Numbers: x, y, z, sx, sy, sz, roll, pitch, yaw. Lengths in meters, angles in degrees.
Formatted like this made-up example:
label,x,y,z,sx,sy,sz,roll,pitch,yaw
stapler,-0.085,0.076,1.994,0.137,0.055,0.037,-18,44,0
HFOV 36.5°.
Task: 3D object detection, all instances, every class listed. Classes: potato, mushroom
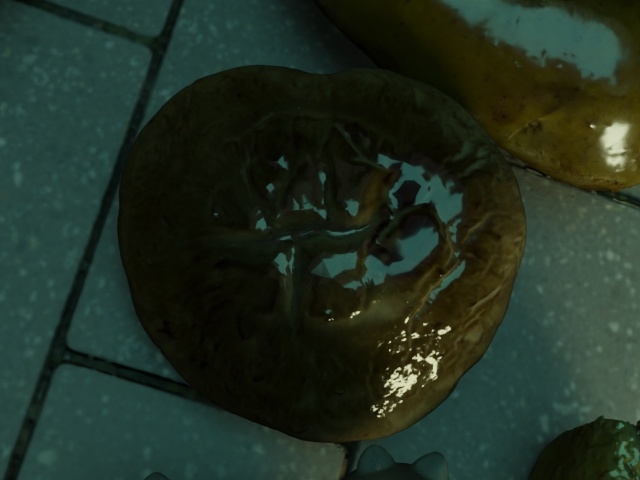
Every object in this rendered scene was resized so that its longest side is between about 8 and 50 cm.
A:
label,x,y,z,sx,sy,sz,roll,pitch,yaw
potato,0.132,-0.178,0.721,0.369,0.176,0.195,30,94,-4
mushroom,0.000,0.000,0.657,0.278,0.146,0.278,0,90,6

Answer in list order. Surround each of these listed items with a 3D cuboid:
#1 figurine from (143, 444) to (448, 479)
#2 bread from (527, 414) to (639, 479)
label,x,y,z,sx,sy,sz,roll,pitch,yaw
figurine,-0.012,0.315,0.569,0.248,0.203,0.380,-6,90,-7
bread,0.188,0.227,0.653,0.102,0.138,0.196,22,72,-10
